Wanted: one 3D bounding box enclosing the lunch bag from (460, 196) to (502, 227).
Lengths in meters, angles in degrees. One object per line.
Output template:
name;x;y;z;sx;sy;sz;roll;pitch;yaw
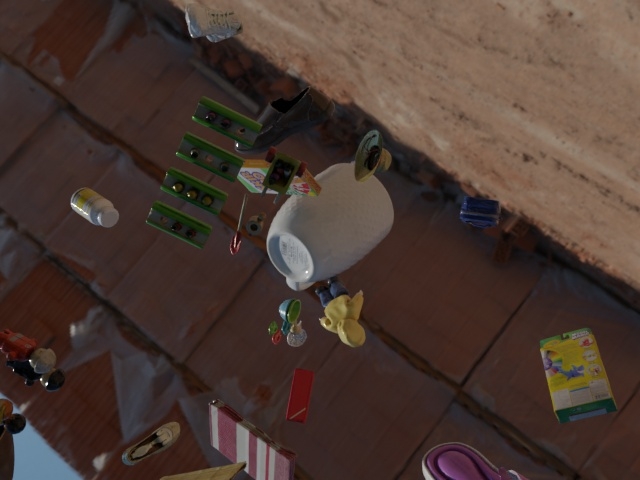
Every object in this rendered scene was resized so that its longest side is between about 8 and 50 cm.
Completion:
lunch bag;0.384;-0.063;1.672;0.099;0.065;0.067;10;176;22

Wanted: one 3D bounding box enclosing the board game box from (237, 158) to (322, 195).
board game box;-0.132;-0.169;1.864;0.260;0.039;0.124;9;154;37

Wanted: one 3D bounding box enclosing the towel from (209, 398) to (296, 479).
towel;-0.211;0.643;2.153;0.329;0.037;0.237;28;134;26

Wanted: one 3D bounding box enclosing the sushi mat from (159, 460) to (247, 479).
sushi mat;-0.361;0.677;1.949;0.151;0.317;0.019;-25;-84;-63

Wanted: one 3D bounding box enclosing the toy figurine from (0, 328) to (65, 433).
toy figurine;-0.708;0.334;1.624;0.148;0.209;0.213;28;148;3

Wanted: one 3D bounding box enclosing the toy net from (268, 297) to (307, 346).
toy net;-0.078;0.250;1.942;0.045;0.122;0.232;12;154;21

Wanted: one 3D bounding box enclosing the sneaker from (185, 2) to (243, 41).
sneaker;-0.273;-0.581;1.850;0.115;0.090;0.232;-4;-170;17

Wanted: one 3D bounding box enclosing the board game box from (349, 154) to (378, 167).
board game box;0.117;-0.218;2.305;0.136;0.201;0.035;-16;113;41

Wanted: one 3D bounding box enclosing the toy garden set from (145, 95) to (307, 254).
toy garden set;-0.157;-0.085;1.177;0.204;0.244;0.049;26;-161;-7

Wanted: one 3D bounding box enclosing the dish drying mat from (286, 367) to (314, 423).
dish drying mat;-0.032;0.243;1.101;0.032;0.083;0.008;11;155;0

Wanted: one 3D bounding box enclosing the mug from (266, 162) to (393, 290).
mug;0.000;0.000;2.052;0.276;0.328;0.374;35;136;17

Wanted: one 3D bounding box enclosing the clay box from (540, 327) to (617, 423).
clay box;0.583;0.303;1.604;0.053;0.128;0.222;59;-157;-29

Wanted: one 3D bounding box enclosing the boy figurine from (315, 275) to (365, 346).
boy figurine;0.078;0.236;2.326;0.092;0.177;0.285;43;-169;-38

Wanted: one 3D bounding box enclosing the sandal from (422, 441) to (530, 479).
sandal;0.325;0.476;1.315;0.416;0.169;0.102;15;127;57

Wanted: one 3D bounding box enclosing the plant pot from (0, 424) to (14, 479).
plant pot;-0.896;0.566;1.839;0.215;0.215;0.230;36;142;37

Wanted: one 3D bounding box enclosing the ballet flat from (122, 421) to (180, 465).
ballet flat;-0.424;0.519;1.788;0.057;0.168;0.052;57;148;3

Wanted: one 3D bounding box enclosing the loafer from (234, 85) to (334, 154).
loafer;-0.136;-0.396;2.244;0.130;0.366;0.133;54;-155;-31

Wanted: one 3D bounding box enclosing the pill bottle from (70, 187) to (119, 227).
pill bottle;-0.521;-0.074;1.627;0.116;0.065;0.065;29;170;33

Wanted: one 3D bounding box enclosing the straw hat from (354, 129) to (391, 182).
straw hat;0.144;-0.204;1.764;0.061;0.144;0.144;17;-175;-24
